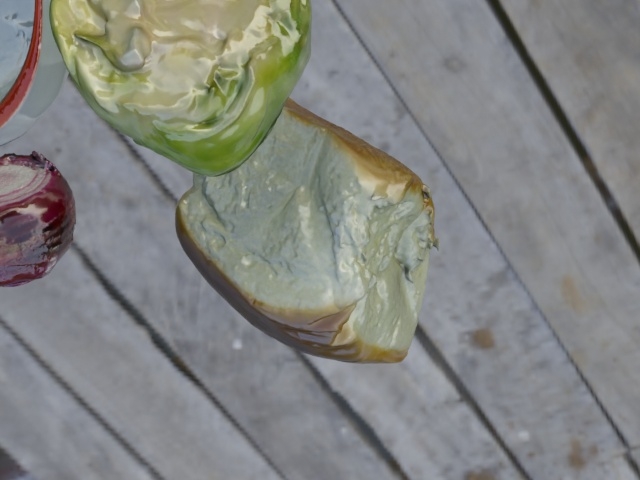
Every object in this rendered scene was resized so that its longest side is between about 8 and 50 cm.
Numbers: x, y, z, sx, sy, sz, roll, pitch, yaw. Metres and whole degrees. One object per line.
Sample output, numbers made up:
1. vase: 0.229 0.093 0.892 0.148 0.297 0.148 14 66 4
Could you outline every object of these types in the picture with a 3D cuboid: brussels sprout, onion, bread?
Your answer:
1. brussels sprout: -0.076 -0.114 0.753 0.149 0.151 0.122 36 158 15
2. onion: -0.362 0.002 1.463 0.173 0.198 0.135 5 130 28
3. bread: 0.000 0.000 1.389 0.225 0.250 0.279 -57 150 1

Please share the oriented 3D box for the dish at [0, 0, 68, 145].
1. dish: -0.282 -0.176 0.984 0.256 0.117 0.256 0 92 18
